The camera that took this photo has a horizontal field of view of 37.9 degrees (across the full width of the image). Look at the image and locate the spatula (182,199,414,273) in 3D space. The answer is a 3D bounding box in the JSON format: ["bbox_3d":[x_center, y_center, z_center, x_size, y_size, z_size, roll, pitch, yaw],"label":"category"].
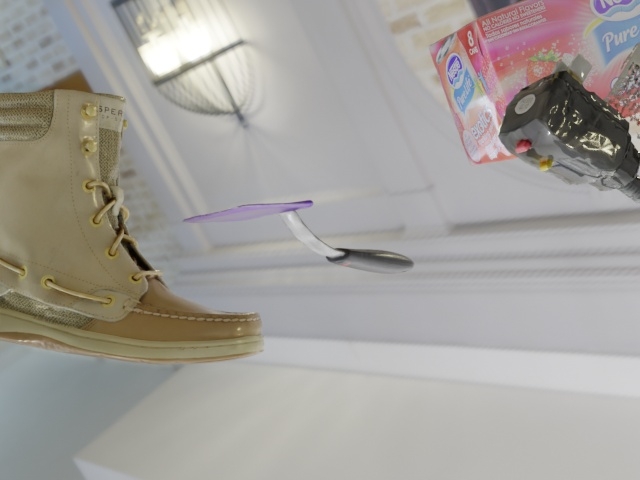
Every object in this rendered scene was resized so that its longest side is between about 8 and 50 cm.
[{"bbox_3d":[0.000,0.000,0.805,0.084,0.030,0.296,-10,162,33],"label":"spatula"}]

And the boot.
[{"bbox_3d":[-0.161,-0.013,0.726,0.262,0.203,0.095,7,174,11],"label":"boot"}]

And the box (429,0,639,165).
[{"bbox_3d":[0.285,-0.194,0.951,0.300,0.142,0.154,-22,-174,-9],"label":"box"}]

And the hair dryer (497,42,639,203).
[{"bbox_3d":[0.245,-0.042,0.384,0.223,0.293,0.080,-51,-172,1],"label":"hair dryer"}]
